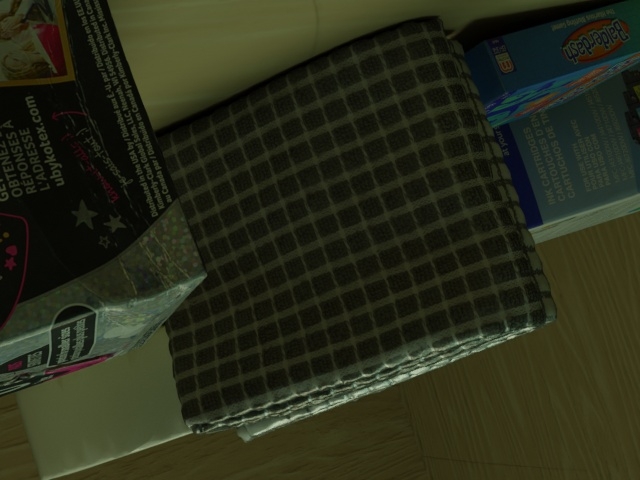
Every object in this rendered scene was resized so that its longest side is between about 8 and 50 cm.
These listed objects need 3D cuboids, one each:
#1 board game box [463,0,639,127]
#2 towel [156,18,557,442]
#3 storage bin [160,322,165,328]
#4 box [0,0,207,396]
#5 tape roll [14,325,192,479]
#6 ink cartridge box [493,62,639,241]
[{"bbox_3d":[0.172,-0.136,0.982,0.210,0.047,0.160,-21,176,-31],"label":"board game box"},{"bbox_3d":[0.000,0.000,0.863,0.283,0.235,0.121,-22,171,18],"label":"towel"},{"bbox_3d":[-0.208,0.039,1.109,0.260,0.123,0.262,-18,175,-5],"label":"storage bin"},{"bbox_3d":[-0.164,-0.009,0.593,0.142,0.163,0.247,-19,174,-17],"label":"box"},{"bbox_3d":[-0.151,0.145,1.177,0.286,0.100,0.286,-19,174,-2],"label":"tape roll"},{"bbox_3d":[0.240,-0.080,1.260,0.395,0.151,0.270,-19,174,-13],"label":"ink cartridge box"}]
